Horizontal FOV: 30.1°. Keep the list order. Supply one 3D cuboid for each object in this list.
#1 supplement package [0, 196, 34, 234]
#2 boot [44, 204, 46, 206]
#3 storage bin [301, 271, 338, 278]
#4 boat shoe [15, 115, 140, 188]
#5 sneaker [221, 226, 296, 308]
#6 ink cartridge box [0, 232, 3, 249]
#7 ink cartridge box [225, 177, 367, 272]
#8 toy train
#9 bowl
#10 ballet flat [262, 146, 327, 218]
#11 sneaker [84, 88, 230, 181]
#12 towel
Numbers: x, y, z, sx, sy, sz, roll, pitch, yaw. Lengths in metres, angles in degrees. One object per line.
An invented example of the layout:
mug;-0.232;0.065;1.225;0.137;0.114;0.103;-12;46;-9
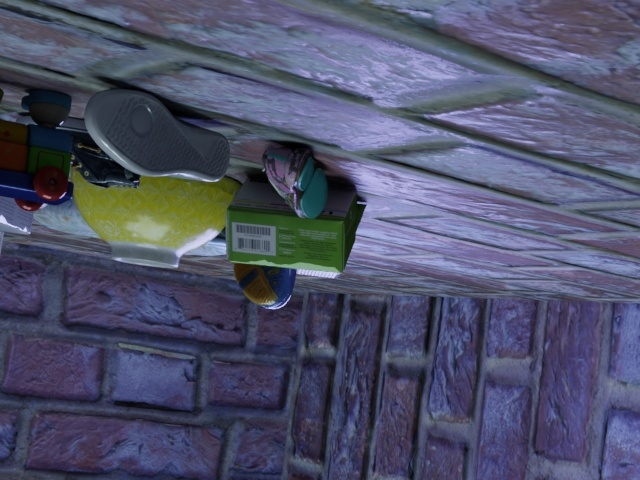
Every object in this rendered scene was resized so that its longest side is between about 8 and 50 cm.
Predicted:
supplement package;-0.558;-0.104;1.770;0.204;0.145;0.262;6;173;5
boot;-0.626;-0.097;2.316;0.190;0.069;0.086;-4;163;21
storage bin;0.000;0.000;2.168;0.084;0.122;0.180;7;174;-1
boat shoe;-0.331;-0.121;1.630;0.183;0.083;0.065;7;174;0
sneaker;-0.082;0.033;2.049;0.131;0.112;0.296;48;-169;-34
ink cartridge box;-0.713;-0.050;2.139;0.117;0.207;0.283;4;173;32
ink cartridge box;-0.032;-0.053;1.940;0.189;0.097;0.255;6;-152;10
toy train;-0.417;-0.126;1.418;0.248;0.143;0.105;10;167;-29
bowl;-0.286;-0.038;2.011;0.289;0.156;0.289;7;173;1
ballet flat;-0.041;-0.091;1.689;0.079;0.077;0.221;25;172;12
sneaker;-0.241;-0.124;1.464;0.151;0.094;0.256;7;173;29
towel;-0.367;-0.032;2.457;0.374;0.090;0.320;13;170;-43
